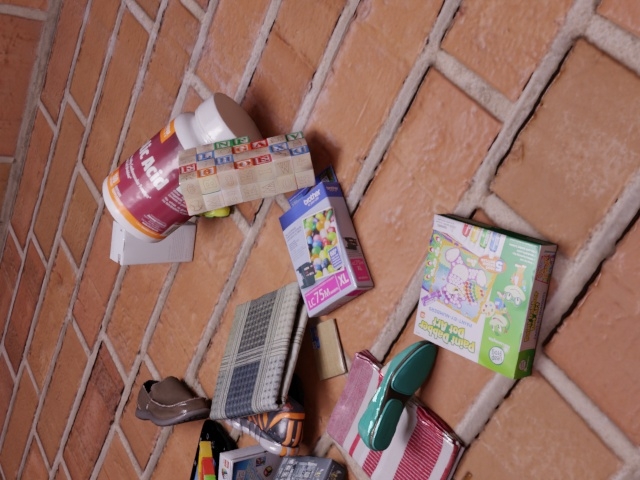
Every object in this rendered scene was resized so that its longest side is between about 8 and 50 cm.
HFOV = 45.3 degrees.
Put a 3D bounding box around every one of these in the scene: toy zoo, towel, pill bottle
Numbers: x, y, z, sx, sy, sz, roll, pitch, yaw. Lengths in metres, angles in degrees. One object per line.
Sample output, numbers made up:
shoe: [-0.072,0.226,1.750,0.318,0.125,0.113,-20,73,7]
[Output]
toy zoo: [-0.294,0.644,1.953,0.293,0.030,0.192,-133,48,-73]
towel: [0.144,0.417,1.618,0.329,0.037,0.237,39,121,42]
towel: [-0.146,0.274,1.870,0.312,0.056,0.324,-25,46,50]
pill bottle: [-0.349,-0.187,1.969,0.392,0.224,0.224,-36,62,19]

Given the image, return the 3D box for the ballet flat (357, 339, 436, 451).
ballet flat: [0.142,0.299,1.540,0.087,0.083,0.247,24,87,56]

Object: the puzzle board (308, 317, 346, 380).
puzzle board: [0.017,0.254,1.785,0.096,0.011,0.128,-29,69,48]

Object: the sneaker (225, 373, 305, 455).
sneaker: [-0.136,0.394,1.906,0.321,0.125,0.180,16,93,47]

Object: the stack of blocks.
stack of blocks: [-0.173,-0.168,1.772,0.171,0.297,0.087,-107,5,-58]

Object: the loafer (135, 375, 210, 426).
loafer: [-0.451,0.466,2.252,0.366,0.134,0.130,-10,84,50]

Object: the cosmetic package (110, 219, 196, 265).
cosmetic package: [-0.478,0.002,2.196,0.085,0.231,0.117,21,106,48]

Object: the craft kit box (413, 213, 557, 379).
craft kit box: [0.295,0.096,1.417,0.250,0.061,0.246,20,109,48]

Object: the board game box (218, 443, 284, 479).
board game box: [-0.162,0.650,1.867,0.053,0.193,0.305,13,101,49]

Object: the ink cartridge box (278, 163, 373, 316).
ink cartridge box: [0.000,0.000,1.762,0.186,0.065,0.311,-36,62,44]

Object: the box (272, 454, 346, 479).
box: [-0.057,0.607,1.747,0.183,0.059,0.232,-15,41,50]

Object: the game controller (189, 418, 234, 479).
game controller: [-0.316,0.665,2.150,0.166,0.067,0.319,34,116,44]

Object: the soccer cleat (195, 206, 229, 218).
soccer cleat: [-0.345,-0.145,2.144,0.289,0.093,0.121,32,112,45]
